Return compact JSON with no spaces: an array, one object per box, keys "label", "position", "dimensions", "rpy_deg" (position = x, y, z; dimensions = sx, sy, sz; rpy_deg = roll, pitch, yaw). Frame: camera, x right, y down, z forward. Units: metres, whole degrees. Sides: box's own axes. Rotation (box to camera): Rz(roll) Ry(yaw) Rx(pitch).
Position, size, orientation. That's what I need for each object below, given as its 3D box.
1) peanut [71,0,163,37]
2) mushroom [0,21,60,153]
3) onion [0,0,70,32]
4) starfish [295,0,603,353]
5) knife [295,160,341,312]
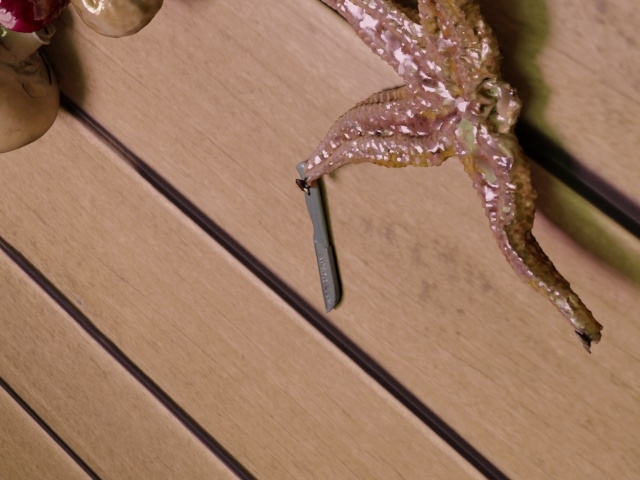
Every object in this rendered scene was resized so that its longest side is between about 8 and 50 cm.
[{"label":"peanut","position":[-0.231,-0.330,1.119],"dimensions":[0.129,0.129,0.224],"rpy_deg":[-11,101,50]},{"label":"mushroom","position":[-0.438,-0.233,1.366],"dimensions":[0.202,0.246,0.246],"rpy_deg":[-31,95,14]},{"label":"onion","position":[-0.370,-0.345,1.267],"dimensions":[0.198,0.135,0.173],"rpy_deg":[19,136,57]},{"label":"starfish","position":[0.078,-0.121,0.959],"dimensions":[0.384,0.132,0.398],"rpy_deg":[20,145,46]},{"label":"knife","position":[0.001,0.000,1.224],"dimensions":[0.028,0.015,0.210],"rpy_deg":[11,127,34]}]
